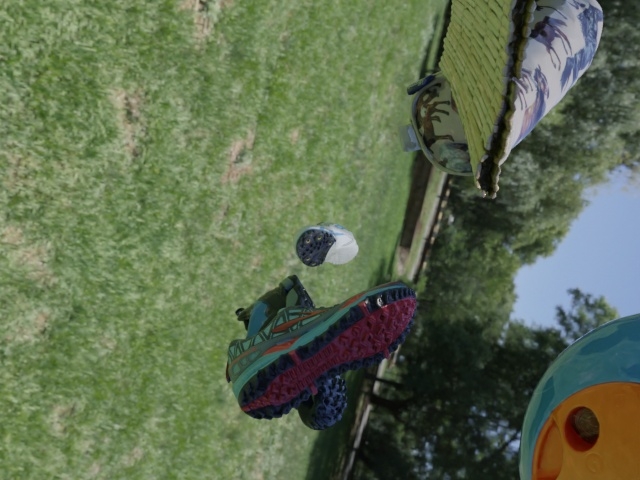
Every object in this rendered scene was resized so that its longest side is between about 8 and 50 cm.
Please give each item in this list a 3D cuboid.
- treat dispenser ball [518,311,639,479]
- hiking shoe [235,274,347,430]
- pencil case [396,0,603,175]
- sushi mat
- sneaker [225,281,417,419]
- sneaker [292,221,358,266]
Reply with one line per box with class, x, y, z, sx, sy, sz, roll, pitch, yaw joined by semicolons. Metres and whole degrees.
treat dispenser ball;0.327;0.205;0.572;0.288;0.288;0.288;13;90;-82
hiking shoe;-0.049;0.183;0.976;0.113;0.132;0.304;58;5;-31
pencil case;0.292;-0.262;0.997;0.410;0.183;0.160;-43;131;-35
sushi mat;0.119;-0.162;0.491;0.316;0.019;0.151;-77;173;-62
sneaker;-0.004;0.109;0.812;0.125;0.262;0.104;45;-25;51
sneaker;0.000;0.000;1.247;0.085;0.086;0.237;-46;160;12
